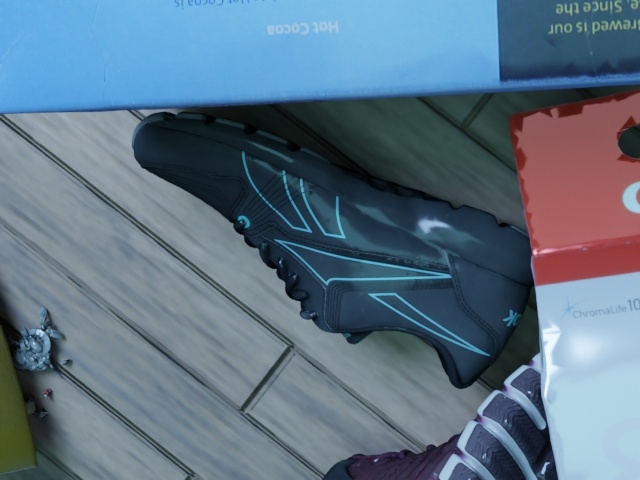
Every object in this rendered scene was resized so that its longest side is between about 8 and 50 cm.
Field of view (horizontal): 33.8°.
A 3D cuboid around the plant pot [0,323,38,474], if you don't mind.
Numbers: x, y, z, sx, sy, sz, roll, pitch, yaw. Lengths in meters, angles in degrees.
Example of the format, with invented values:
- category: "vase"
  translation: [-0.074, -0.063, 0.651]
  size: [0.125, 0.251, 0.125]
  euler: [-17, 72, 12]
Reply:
- category: "plant pot"
  translation: [-0.336, 0.070, 0.683]
  size: [0.212, 0.212, 0.187]
  euler: [-8, 82, 21]

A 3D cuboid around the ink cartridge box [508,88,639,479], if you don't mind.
- category: "ink cartridge box"
  translation: [0.203, 0.036, 0.535]
  size: [0.189, 0.066, 0.232]
  euler: [-10, 101, 15]

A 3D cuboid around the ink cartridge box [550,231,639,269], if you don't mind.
- category: "ink cartridge box"
  translation: [0.274, 0.060, 0.600]
  size: [0.255, 0.097, 0.188]
  euler: [-9, 99, 14]

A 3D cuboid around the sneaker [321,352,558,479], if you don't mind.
- category: "sneaker"
  translation: [0.086, 0.136, 0.659]
  size: [0.281, 0.162, 0.106]
  euler: [-36, 106, -18]

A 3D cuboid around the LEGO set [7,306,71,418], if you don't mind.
- category: "LEGO set"
  translation: [-0.206, 0.090, 0.750]
  size: [0.054, 0.023, 0.083]
  euler: [-3, 100, 13]

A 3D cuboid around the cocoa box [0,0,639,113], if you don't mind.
- category: "cocoa box"
  translation: [0.023, -0.189, 0.536]
  size: [0.347, 0.231, 0.227]
  euler: [-1, 101, 13]

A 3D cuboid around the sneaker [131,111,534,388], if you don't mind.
- category: "sneaker"
  translation: [0.000, 0.000, 0.641]
  size: [0.267, 0.101, 0.106]
  euler: [22, 94, 7]
